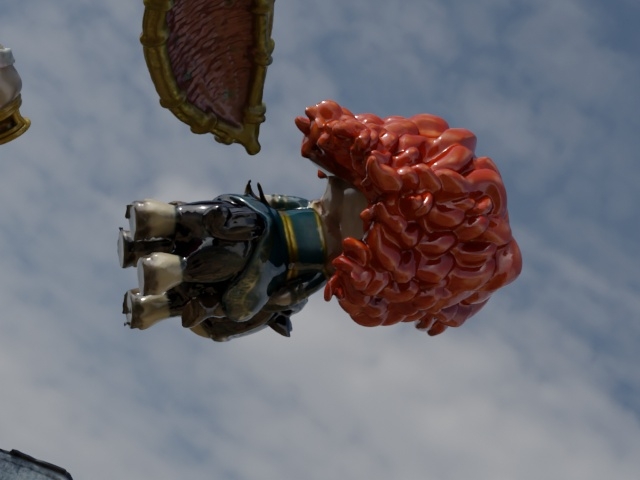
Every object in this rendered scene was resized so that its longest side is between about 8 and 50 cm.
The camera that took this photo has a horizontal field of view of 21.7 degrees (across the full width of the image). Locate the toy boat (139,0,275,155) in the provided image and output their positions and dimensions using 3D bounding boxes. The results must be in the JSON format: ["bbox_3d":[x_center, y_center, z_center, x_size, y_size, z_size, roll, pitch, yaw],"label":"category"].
[{"bbox_3d":[-0.093,-0.188,1.476,0.099,0.141,0.318,52,-17,24],"label":"toy boat"}]

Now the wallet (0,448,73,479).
[{"bbox_3d":[-0.297,0.210,1.199,0.222,0.167,0.036,22,-30,-13],"label":"wallet"}]

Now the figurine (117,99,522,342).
[{"bbox_3d":[-0.009,0.006,1.720,0.412,0.241,0.306,-19,-36,8],"label":"figurine"}]

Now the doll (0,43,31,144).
[{"bbox_3d":[-0.312,-0.143,1.489,0.073,0.084,0.127,1,-54,42],"label":"doll"}]
